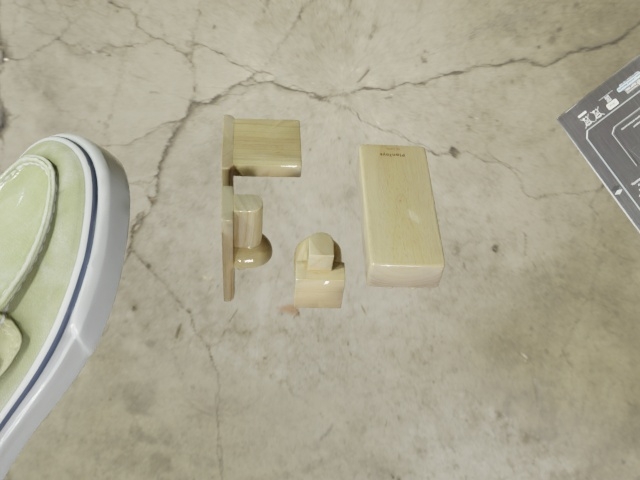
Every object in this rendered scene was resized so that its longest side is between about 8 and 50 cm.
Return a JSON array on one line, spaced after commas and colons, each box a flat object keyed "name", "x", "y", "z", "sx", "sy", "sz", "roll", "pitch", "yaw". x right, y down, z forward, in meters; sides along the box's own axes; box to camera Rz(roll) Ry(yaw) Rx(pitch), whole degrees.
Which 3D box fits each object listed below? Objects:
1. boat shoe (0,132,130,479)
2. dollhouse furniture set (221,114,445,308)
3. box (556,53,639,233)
[{"name": "boat shoe", "x": -0.209, "y": 0.071, "z": 0.450, "sx": 0.109, "sy": 0.094, "sz": 0.302, "roll": 22, "pitch": 85, "yaw": 30}, {"name": "dollhouse furniture set", "x": 0.000, "y": 0.000, "z": 0.609, "sx": 0.151, "sy": 0.144, "sz": 0.123, "roll": 1, "pitch": 141, "yaw": -5}, {"name": "box", "x": 0.308, "y": -0.082, "z": 0.535, "sx": 0.231, "sy": 0.056, "sz": 0.183, "roll": -40, "pitch": 61, "yaw": 23}]
